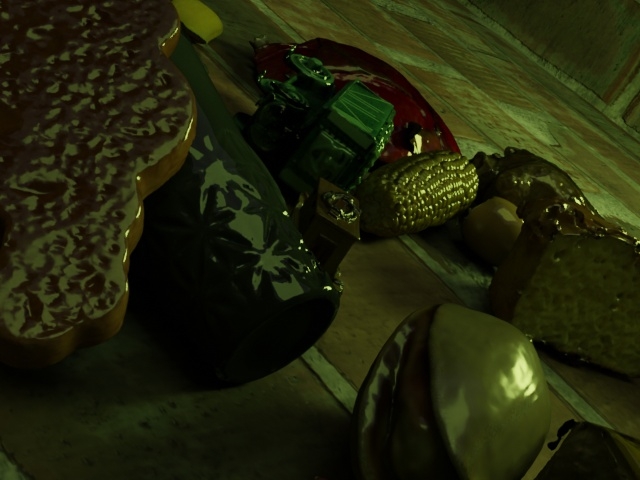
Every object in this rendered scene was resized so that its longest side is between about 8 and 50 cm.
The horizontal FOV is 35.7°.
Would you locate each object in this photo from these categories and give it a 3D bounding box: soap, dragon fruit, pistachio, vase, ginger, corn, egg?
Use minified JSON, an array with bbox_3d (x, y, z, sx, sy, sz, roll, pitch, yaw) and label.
[{"bbox_3d":[-0.176,-0.293,1.313,0.089,0.033,0.168,30,22,-5],"label":"soap"},{"bbox_3d":[0.055,-0.190,1.354,0.343,0.100,0.282,39,26,15],"label":"dragon fruit"},{"bbox_3d":[0.090,0.118,0.700,0.144,0.144,0.215,38,20,9],"label":"pistachio"},{"bbox_3d":[-0.101,-0.038,0.756,0.251,0.156,0.301,7,40,-55],"label":"vase"},{"bbox_3d":[0.277,-0.059,1.366,0.219,0.123,0.270,28,13,-23],"label":"ginger"},{"bbox_3d":[0.114,-0.055,1.159,0.091,0.091,0.260,38,23,14],"label":"corn"},{"bbox_3d":[0.220,-0.006,1.220,0.096,0.080,0.080,50,25,11],"label":"egg"}]

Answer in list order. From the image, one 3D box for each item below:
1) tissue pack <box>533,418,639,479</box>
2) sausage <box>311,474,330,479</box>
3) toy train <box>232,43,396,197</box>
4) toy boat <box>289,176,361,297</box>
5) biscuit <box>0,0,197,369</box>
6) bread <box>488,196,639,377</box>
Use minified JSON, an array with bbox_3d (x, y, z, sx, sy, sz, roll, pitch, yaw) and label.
[{"bbox_3d":[0.281,0.252,0.693,0.271,0.134,0.192,21,26,-29],"label":"tissue pack"},{"bbox_3d":[0.011,0.207,0.542,0.029,0.029,0.223,26,23,-21],"label":"sausage"},{"bbox_3d":[-0.008,-0.126,1.110,0.154,0.115,0.269,38,18,-3],"label":"toy train"},{"bbox_3d":[0.000,0.000,0.893,0.057,0.077,0.200,31,22,-11],"label":"toy boat"},{"bbox_3d":[-0.185,-0.077,0.641,0.202,0.047,0.334,18,54,-7],"label":"biscuit"},{"bbox_3d":[0.296,0.044,1.136,0.260,0.160,0.147,16,20,-32],"label":"bread"}]
